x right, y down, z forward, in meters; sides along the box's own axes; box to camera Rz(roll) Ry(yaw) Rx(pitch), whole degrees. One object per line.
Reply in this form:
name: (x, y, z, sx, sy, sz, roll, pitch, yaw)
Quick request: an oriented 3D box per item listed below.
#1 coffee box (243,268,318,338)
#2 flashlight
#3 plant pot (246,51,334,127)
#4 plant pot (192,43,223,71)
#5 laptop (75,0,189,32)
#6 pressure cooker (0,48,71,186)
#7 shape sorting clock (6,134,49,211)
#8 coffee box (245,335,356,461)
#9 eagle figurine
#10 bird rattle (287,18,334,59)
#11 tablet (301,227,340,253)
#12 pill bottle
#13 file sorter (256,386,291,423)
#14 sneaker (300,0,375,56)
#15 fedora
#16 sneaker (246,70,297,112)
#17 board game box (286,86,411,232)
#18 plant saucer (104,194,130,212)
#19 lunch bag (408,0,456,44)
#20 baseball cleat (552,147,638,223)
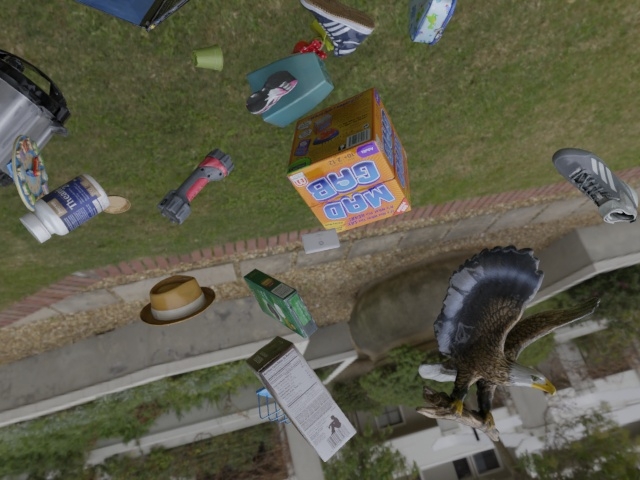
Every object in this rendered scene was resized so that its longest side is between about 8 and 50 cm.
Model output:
coffee box: (-0.091, 0.132, 0.969, 0.040, 0.113, 0.184, -39, -150, -23)
flashlight: (-0.418, -0.185, 1.530, 0.103, 0.304, 0.103, 16, 147, 21)
plant pot: (-0.088, -0.513, 1.490, 0.234, 0.166, 0.165, -21, 179, 19)
plant pot: (-0.361, -0.579, 1.413, 0.079, 0.083, 0.083, -15, 161, -28)
laptop: (-0.569, -0.875, 1.458, 0.407, 0.382, 0.236, -27, 130, 18)
pressure cooker: (-1.101, -0.434, 1.507, 0.375, 0.420, 0.370, 19, 162, 29)
shape sorting clock: (-0.776, -0.180, 1.200, 0.040, 0.206, 0.206, -9, 158, -10)
coffee box: (-0.057, 0.414, 1.197, 0.119, 0.297, 0.168, -37, -173, -18)
eagle figurine: (0.303, 0.178, 0.753, 0.225, 0.298, 0.226, 23, 175, 23)
bird rattle: (-0.047, -0.800, 1.883, 0.206, 0.254, 0.143, -5, 141, 35)
tablet: (0.000, 0.000, 1.046, 0.083, 0.054, 0.006, -12, 148, -2)
pill bottle: (-0.411, -0.051, 0.719, 0.120, 0.067, 0.067, -43, 172, -29)
file sorter: (-0.117, 0.562, 1.535, 0.118, 0.105, 0.170, -34, 136, 27)
sneaker: (0.034, -0.734, 1.528, 0.282, 0.099, 0.153, 10, 152, -28)
fedora: (-0.372, 0.143, 1.146, 0.194, 0.079, 0.194, -7, -157, 3)
sneaker: (-0.154, -0.452, 1.372, 0.178, 0.072, 0.077, -34, -177, -4)
board game box: (0.124, -0.306, 1.771, 0.356, 0.356, 0.356, -17, 133, 24)
plant saucer: (-0.579, -0.105, 1.252, 0.083, 0.015, 0.083, -12, 153, -6)
lunch bag: (0.326, -0.703, 1.298, 0.090, 0.219, 0.176, 7, 156, -9)
baseball cleat: (0.561, -0.108, 0.900, 0.205, 0.109, 0.072, 29, 141, -3)
